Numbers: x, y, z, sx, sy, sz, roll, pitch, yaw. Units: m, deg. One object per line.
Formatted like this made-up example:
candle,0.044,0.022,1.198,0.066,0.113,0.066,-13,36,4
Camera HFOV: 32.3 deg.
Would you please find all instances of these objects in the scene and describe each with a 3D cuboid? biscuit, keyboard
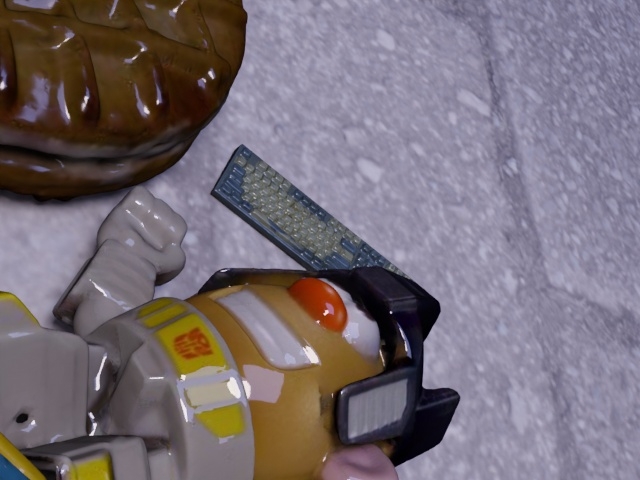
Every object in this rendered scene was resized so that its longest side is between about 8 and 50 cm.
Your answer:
biscuit,-0.192,-0.176,0.697,0.332,0.103,0.332,22,48,-28
keyboard,-0.001,0.001,0.809,0.176,0.014,0.055,38,45,-14

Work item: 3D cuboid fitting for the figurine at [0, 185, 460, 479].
figurine,-0.056,0.086,0.595,0.308,0.143,0.308,24,46,-27

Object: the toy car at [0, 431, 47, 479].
toy car,-0.203,0.146,0.384,0.200,0.248,0.142,52,-3,-15
